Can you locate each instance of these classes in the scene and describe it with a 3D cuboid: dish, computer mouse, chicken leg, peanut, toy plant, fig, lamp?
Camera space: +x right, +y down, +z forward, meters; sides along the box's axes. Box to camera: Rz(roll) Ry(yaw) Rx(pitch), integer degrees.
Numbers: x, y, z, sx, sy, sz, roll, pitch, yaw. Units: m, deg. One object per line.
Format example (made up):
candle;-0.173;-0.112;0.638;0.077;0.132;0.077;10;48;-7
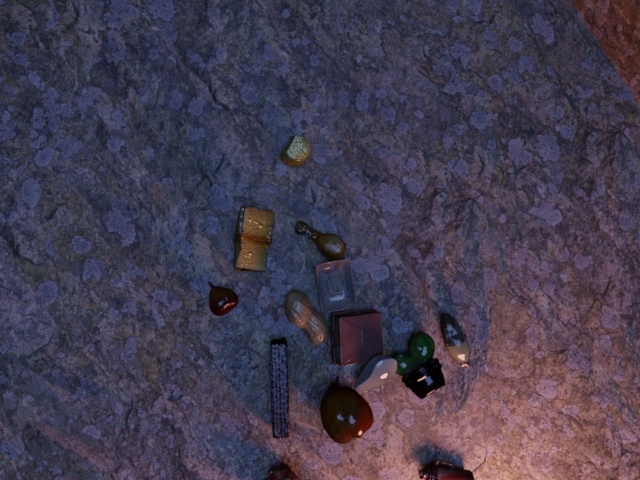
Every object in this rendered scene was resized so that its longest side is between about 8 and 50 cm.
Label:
dish;0.061;0.185;1.790;0.151;0.077;0.213;-10;100;-6
computer mouse;0.231;0.562;1.761;0.127;0.079;0.231;9;122;-26
chicken leg;0.001;-0.002;1.796;0.251;0.087;0.107;31;74;1
peanut;-0.059;0.322;1.763;0.123;0.123;0.257;-37;94;-7
toy plant;0.416;0.526;1.800;0.218;0.175;0.235;-31;67;-1
fig;-0.410;0.241;1.743;0.119;0.153;0.119;-21;122;-37
lamp;0.582;0.430;1.849;0.101;0.101;0.250;-19;88;-7

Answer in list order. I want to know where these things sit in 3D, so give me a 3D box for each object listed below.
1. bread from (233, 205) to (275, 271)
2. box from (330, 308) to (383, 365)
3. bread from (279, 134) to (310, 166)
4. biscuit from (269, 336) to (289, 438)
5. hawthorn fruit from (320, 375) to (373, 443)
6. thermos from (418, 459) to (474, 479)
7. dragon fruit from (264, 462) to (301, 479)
bread;-0.296;-0.003;1.750;0.141;0.178;0.266;3;85;25
box;0.155;0.402;1.778;0.215;0.086;0.215;-1;90;-22
bread;-0.098;-0.372;1.778;0.111;0.114;0.129;24;89;-13
biscuit;-0.166;0.595;1.746;0.073;0.107;0.389;-1;89;-4
hawthorn fruit;0.095;0.683;1.746;0.207;0.208;0.248;-21;75;-7
thermos;0.531;1.008;1.828;0.231;0.099;0.124;16;91;-7
dragon fruit;-0.159;0.981;1.729;0.207;0.150;0.133;-20;92;18
